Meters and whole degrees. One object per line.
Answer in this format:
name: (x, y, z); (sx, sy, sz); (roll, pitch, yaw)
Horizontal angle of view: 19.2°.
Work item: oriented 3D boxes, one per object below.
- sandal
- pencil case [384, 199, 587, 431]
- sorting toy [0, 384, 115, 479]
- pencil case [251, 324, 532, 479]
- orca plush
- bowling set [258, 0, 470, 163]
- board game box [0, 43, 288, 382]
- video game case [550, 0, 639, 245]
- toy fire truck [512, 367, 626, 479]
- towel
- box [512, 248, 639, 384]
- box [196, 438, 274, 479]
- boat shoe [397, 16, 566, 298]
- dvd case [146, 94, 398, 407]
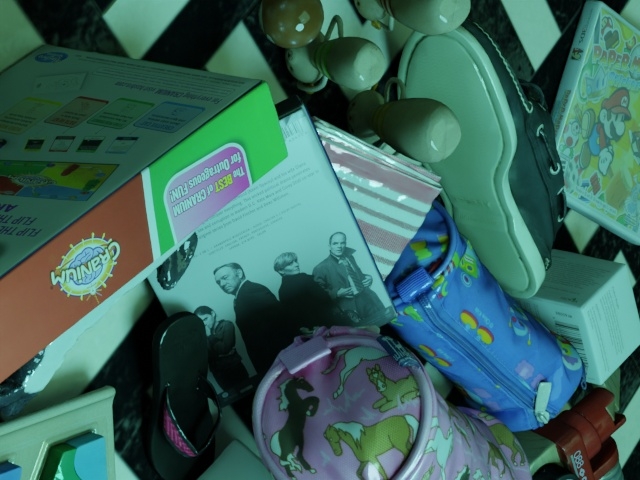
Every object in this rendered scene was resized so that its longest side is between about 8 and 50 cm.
sandal: (-0.111, 0.142, 1.588); (0.067, 0.040, 0.179); (-29, 134, -34)
pencil case: (0.141, 0.080, 1.810); (0.119, 0.133, 0.306); (-39, 134, 7)
sorting toy: (-0.229, 0.233, 1.488); (0.193, 0.038, 0.208); (-17, 117, -45)
pencil case: (0.075, 0.192, 1.672); (0.167, 0.160, 0.386); (-69, 155, -10)
orca plush: (-0.180, 0.000, 1.466); (0.287, 0.102, 0.151); (-59, 152, 5)
bowling set: (0.019, -0.211, 1.617); (0.199, 0.154, 0.287); (4, 98, -30)
board game box: (-0.215, -0.022, 1.300); (0.316, 0.242, 0.064); (-40, 127, -34)
video game case: (0.320, -0.122, 2.037); (0.227, 0.026, 0.206); (25, 81, -48)
toy fire truck: (0.284, 0.239, 2.019); (0.246, 0.158, 0.217); (-38, 126, -24)
towel: (0.000, 0.000, 1.629); (0.144, 0.029, 0.197); (23, 110, -29)
box: (0.267, 0.078, 1.970); (0.087, 0.102, 0.101); (-40, 126, -32)
box: (-0.054, 0.280, 1.645); (0.130, 0.091, 0.170); (-45, 133, -8)
boat shoe: (0.171, -0.098, 1.801); (0.113, 0.127, 0.340); (-50, 134, -29)
dvd case: (-0.054, 0.014, 1.582); (0.179, 0.029, 0.239); (-27, 125, -3)
